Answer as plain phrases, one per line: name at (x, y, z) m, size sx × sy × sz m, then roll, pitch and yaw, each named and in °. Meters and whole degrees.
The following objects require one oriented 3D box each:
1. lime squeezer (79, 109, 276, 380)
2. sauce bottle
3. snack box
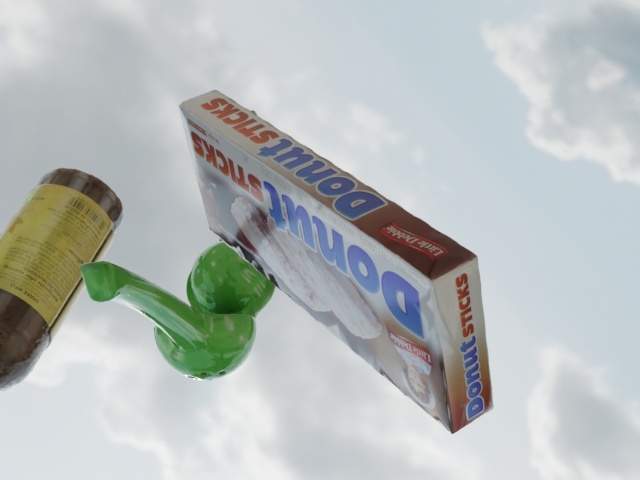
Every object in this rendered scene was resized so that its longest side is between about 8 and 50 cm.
lime squeezer at (-0.069, 0.014, 0.672) m, size 0.110 × 0.059 × 0.310 m, roll 61°, pitch -162°, yaw -13°
sauce bottle at (-0.322, 0.071, 1.213) m, size 0.111 × 0.111 × 0.344 m, roll 30°, pitch -131°, yaw -5°
snack box at (0.000, 0.000, 0.438) m, size 0.022 × 0.064 × 0.178 m, roll -25°, pitch -145°, yaw -22°
